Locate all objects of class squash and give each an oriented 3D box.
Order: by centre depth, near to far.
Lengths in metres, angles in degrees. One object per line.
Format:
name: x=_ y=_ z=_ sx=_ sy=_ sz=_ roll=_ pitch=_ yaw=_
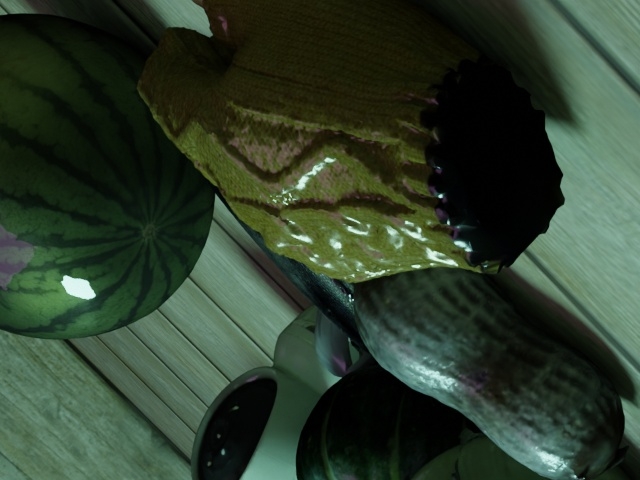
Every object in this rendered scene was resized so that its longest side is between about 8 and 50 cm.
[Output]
squash: x=0.085 y=0.202 z=1.721 sx=0.218 sy=0.218 sz=0.172 roll=54 pitch=-161 yaw=-36

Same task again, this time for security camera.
security camera: x=-0.018 y=0.205 z=1.913 sx=0.194 sy=0.236 sz=0.194 roll=41 pitch=168 yaw=10

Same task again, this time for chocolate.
chocolate: x=0.126 y=0.092 z=1.456 sx=0.248 sy=0.110 sz=0.110 roll=34 pitch=164 yaw=18

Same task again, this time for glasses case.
glasses case: x=0.000 y=0.000 z=1.595 sx=0.314 sy=0.075 sz=0.122 roll=48 pitch=167 yaw=-17

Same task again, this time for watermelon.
watermelon: x=-0.252 y=-0.061 z=1.701 sx=0.359 sy=0.279 sz=0.279 roll=34 pitch=163 yaw=43

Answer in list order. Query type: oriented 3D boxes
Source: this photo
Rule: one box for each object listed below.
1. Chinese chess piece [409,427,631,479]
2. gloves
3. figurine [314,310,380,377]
Chinese chess piece: x=0.167 y=0.258 z=1.602 sx=0.238 sy=0.237 sz=0.092 roll=54 pitch=-159 yaw=-34
gloves: x=-0.001 y=-0.076 z=1.222 sx=0.356 sy=0.155 sz=0.203 roll=30 pitch=157 yaw=54
figurine: x=0.038 y=0.092 z=1.792 sx=0.086 sy=0.082 sz=0.094 roll=53 pitch=148 yaw=37
